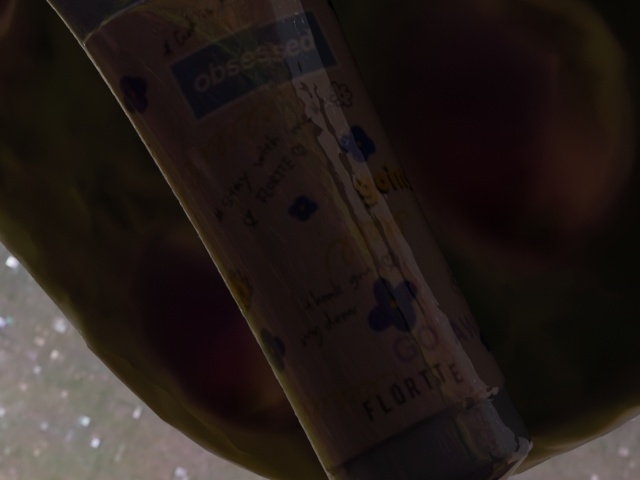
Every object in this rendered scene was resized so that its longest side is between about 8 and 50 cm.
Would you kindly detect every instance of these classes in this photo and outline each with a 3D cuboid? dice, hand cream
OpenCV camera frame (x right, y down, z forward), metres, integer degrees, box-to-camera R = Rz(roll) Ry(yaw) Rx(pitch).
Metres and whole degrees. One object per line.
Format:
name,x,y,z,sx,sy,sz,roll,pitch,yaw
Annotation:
dice,0.063,-0.131,0.544,0.322,0.318,0.330,53,-41,1
hand cream,0.000,0.000,0.369,0.170,0.065,0.043,63,-8,8
